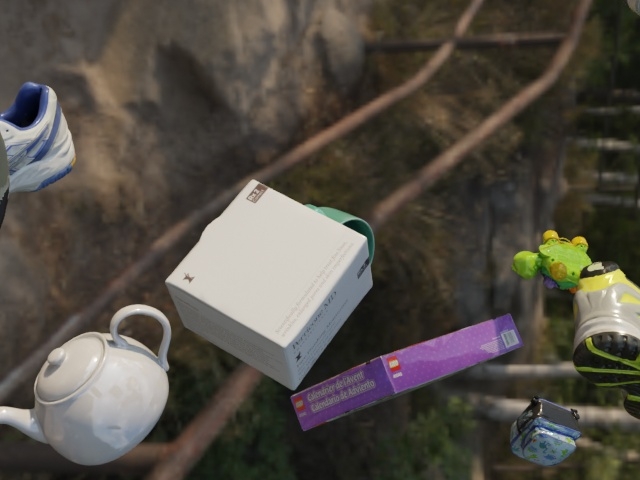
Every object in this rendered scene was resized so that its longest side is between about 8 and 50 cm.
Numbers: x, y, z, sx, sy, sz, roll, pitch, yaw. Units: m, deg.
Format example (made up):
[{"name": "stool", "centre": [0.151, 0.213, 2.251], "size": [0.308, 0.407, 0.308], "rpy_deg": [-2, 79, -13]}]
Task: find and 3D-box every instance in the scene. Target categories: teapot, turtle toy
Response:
[{"name": "teapot", "centre": [-0.397, 0.247, 1.871], "size": [0.187, 0.253, 0.256], "rpy_deg": [55, 43, -34]}, {"name": "turtle toy", "centre": [0.360, 0.038, 1.664], "size": [0.095, 0.130, 0.066], "rpy_deg": [-90, -164, -46]}]

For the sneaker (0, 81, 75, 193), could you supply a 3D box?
[{"name": "sneaker", "centre": [-0.432, -0.096, 1.328], "size": [0.296, 0.112, 0.131], "rpy_deg": [-46, 143, -44]}]

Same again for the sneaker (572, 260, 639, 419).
[{"name": "sneaker", "centre": [0.463, 0.149, 1.490], "size": [0.385, 0.145, 0.147], "rpy_deg": [39, 46, -48]}]

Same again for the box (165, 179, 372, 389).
[{"name": "box", "centre": [-0.059, 0.053, 1.334], "size": [0.181, 0.182, 0.119], "rpy_deg": [-52, 155, -23]}]

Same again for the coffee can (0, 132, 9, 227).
[{"name": "coffee can", "centre": [-0.388, -0.066, 0.839], "size": [0.202, 0.275, 0.201], "rpy_deg": [-11, 109, -34]}]

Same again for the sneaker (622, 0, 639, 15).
[{"name": "sneaker", "centre": [0.475, -0.372, 1.521], "size": [0.163, 0.226, 0.086], "rpy_deg": [50, -50, 43]}]

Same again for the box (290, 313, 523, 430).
[{"name": "box", "centre": [0.128, 0.188, 1.562], "size": [0.293, 0.201, 0.057], "rpy_deg": [-11, 76, -45]}]

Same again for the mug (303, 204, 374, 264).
[{"name": "mug", "centre": [0.006, 0.001, 1.676], "size": [0.129, 0.097, 0.157], "rpy_deg": [-22, 123, -41]}]

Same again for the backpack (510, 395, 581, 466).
[{"name": "backpack", "centre": [0.391, 0.346, 1.904], "size": [0.084, 0.105, 0.114], "rpy_deg": [-82, -162, -44]}]
